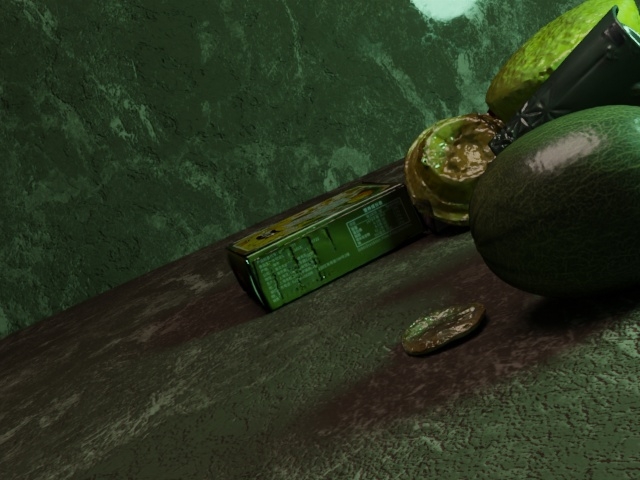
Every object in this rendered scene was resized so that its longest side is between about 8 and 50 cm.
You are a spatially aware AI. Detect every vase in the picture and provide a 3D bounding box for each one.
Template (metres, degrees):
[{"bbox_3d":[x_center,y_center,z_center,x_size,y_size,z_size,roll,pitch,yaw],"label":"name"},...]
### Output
[{"bbox_3d":[0.422,-0.217,1.451,0.301,0.156,0.251,-42,33,18],"label":"vase"}]

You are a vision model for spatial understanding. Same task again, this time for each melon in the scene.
[{"bbox_3d":[0.343,-0.044,1.148,0.301,0.238,0.237,-20,10,14],"label":"melon"}]

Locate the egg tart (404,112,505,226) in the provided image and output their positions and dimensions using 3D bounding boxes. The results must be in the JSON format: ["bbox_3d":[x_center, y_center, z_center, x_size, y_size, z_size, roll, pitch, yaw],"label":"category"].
[{"bbox_3d":[0.307,-0.165,1.892,0.290,0.290,0.115,-23,-34,9],"label":"egg tart"}]

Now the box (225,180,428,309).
[{"bbox_3d":[0.000,0.000,2.114,0.420,0.138,0.373,-25,9,-10],"label":"box"}]

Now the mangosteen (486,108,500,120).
[{"bbox_3d":[0.532,-0.274,2.192,0.257,0.215,0.215,28,42,33],"label":"mangosteen"}]

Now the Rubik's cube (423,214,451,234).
[{"bbox_3d":[0.324,-0.076,2.015,0.178,0.211,0.190,-4,43,2],"label":"Rubik's cube"}]

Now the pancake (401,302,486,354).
[{"bbox_3d":[0.178,0.125,1.277,0.139,0.022,0.139,-24,8,4],"label":"pancake"}]

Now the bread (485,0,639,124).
[{"bbox_3d":[0.539,-0.303,1.808,0.348,0.308,0.348,-39,14,12],"label":"bread"}]
